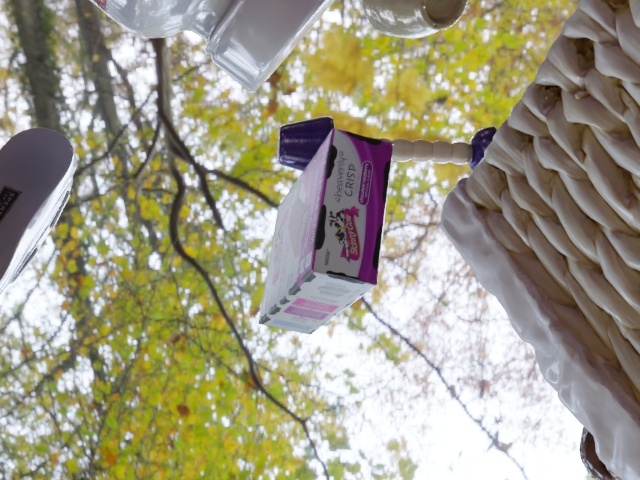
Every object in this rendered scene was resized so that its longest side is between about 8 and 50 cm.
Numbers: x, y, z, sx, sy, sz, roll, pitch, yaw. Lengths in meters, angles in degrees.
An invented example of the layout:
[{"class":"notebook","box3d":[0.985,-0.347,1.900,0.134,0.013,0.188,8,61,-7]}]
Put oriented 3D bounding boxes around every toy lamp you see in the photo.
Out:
[{"class":"toy lamp","box3d":[0.084,-0.116,1.056,0.275,0.080,0.080,0,-134,-6]}]

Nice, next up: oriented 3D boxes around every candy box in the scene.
[{"class":"candy box","box3d":[0.000,0.000,0.924,0.071,0.233,0.159,13,-112,-12]}]

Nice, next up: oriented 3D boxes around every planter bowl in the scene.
[{"class":"planter bowl","box3d":[0.159,-0.386,1.306,0.162,0.162,0.109,-25,-142,-23]}]

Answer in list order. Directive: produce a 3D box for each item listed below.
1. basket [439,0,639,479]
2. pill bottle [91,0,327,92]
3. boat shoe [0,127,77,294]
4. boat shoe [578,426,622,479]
[{"class":"basket","box3d":[0.298,-0.003,0.364,0.329,0.266,0.331,-9,-128,-29]},{"class":"pill bottle","box3d":[-0.154,-0.316,0.669,0.408,0.229,0.229,40,-130,-8]},{"class":"boat shoe","box3d":[-0.311,0.012,0.792,0.095,0.084,0.258,31,-117,7]},{"class":"boat shoe","box3d":[0.270,0.142,0.721,0.207,0.073,0.073,-29,-86,-43]}]
